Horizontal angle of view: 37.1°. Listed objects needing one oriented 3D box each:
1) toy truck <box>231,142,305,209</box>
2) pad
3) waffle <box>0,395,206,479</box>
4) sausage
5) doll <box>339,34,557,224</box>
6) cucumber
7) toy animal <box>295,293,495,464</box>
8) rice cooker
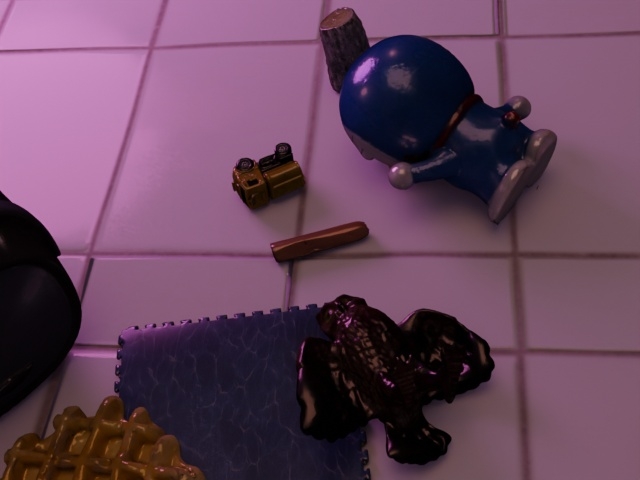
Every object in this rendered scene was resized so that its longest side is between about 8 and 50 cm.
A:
[{"bbox_3d":[-0.065,-0.075,1.155,0.083,0.049,0.054,-23,54,-12],"label":"toy truck"},{"bbox_3d":[-0.086,0.185,0.978,0.269,0.012,0.269,-8,52,2],"label":"pad"},{"bbox_3d":[-0.222,0.276,0.888,0.250,0.056,0.261,-33,51,-9],"label":"waffle"},{"bbox_3d":[0.000,0.000,1.102,0.116,0.026,0.026,-15,52,-5],"label":"sausage"},{"bbox_3d":[0.144,-0.132,1.121,0.257,0.161,0.215,39,51,13],"label":"doll"},{"bbox_3d":[0.035,-0.245,1.236,0.064,0.112,0.064,-8,46,9],"label":"cucumber"},{"bbox_3d":[0.056,0.132,0.957,0.218,0.116,0.179,-17,29,-24],"label":"toy animal"},{"bbox_3d":[-0.398,0.051,0.980,0.267,0.267,0.224,-40,61,-22],"label":"rice cooker"}]
